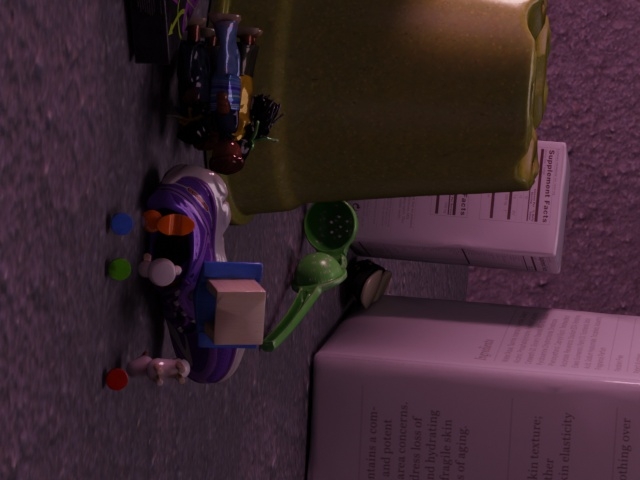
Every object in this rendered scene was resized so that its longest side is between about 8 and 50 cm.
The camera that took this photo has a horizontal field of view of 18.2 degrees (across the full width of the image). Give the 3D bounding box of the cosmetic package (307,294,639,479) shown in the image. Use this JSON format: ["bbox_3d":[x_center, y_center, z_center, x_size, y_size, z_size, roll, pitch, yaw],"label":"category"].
[{"bbox_3d":[0.204,0.261,2.266,0.327,0.394,0.329,-45,139,-74],"label":"cosmetic package"}]

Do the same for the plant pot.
[{"bbox_3d":[0.058,-0.137,1.653,0.276,0.254,0.276,5,90,-81],"label":"plant pot"}]

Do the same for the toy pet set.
[{"bbox_3d":[-0.095,0.036,1.366,0.065,0.114,0.122,-140,-127,-70],"label":"toy pet set"}]

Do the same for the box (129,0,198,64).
[{"bbox_3d":[-0.100,-0.210,1.363,0.162,0.029,0.116,-76,167,-52],"label":"box"}]

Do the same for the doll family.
[{"bbox_3d":[-0.072,-0.102,1.443,0.193,0.076,0.111,3,92,-78],"label":"doll family"}]

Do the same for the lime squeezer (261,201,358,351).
[{"bbox_3d":[0.000,0.000,1.963,0.110,0.059,0.310,80,18,-56],"label":"lime squeezer"}]

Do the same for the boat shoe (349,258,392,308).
[{"bbox_3d":[0.052,0.049,2.331,0.049,0.042,0.133,-66,172,7],"label":"boat shoe"}]

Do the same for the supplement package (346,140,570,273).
[{"bbox_3d":[0.162,-0.045,2.317,0.139,0.244,0.133,49,46,-77],"label":"supplement package"}]

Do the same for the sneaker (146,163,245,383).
[{"bbox_3d":[-0.101,0.031,1.434,0.071,0.068,0.169,-44,131,-53],"label":"sneaker"}]
